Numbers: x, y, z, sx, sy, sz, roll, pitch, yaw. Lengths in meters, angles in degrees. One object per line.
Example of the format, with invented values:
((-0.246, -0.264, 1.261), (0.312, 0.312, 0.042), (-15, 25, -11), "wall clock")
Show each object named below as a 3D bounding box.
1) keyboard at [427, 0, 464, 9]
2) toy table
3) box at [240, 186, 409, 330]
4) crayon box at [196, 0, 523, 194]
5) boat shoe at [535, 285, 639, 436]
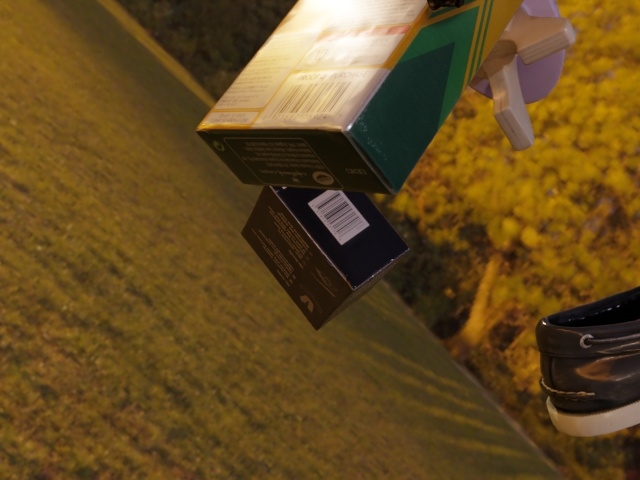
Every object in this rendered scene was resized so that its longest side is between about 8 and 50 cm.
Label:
((0.074, -0.209, 0.650), (0.180, 0.023, 0.108), (-105, 173, -84), "keyboard")
((0.220, -0.262, 1.256), (0.274, 0.252, 0.160), (42, 40, -19), "toy table")
((0.000, 0.000, 1.090), (0.156, 0.093, 0.158), (52, -26, 8), "box")
((0.057, -0.189, 0.846), (0.203, 0.323, 0.083), (8, -33, 49), "crayon box")
((0.333, 0.043, 0.786), (0.127, 0.340, 0.113), (-104, 171, -80), "boat shoe")
